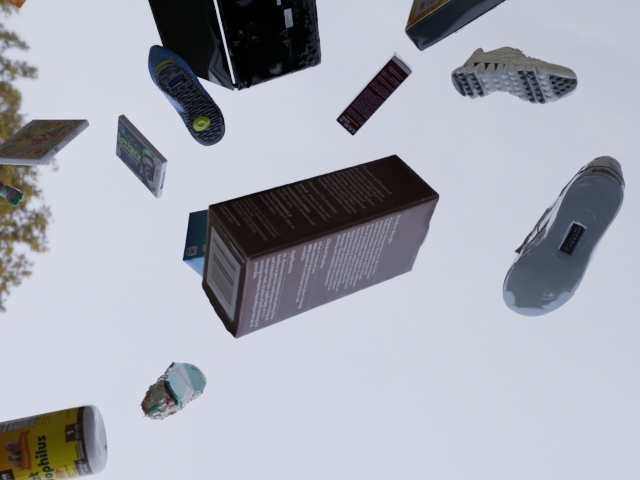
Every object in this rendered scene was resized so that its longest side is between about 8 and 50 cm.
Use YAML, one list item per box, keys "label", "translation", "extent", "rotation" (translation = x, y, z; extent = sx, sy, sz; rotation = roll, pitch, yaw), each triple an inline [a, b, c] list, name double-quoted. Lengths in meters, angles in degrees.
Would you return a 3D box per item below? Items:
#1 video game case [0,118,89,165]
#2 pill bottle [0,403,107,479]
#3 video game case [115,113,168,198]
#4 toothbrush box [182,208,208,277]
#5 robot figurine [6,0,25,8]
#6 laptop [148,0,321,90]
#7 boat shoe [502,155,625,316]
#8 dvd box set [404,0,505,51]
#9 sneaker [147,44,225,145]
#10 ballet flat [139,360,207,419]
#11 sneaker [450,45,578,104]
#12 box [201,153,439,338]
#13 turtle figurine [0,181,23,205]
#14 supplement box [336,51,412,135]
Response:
- label: "video game case"
  translation: [-0.800, -0.282, 1.969]
  extent: [0.227, 0.026, 0.206]
  rotation: [5, -137, 27]
- label: "pill bottle"
  translation: [-0.474, 0.351, 1.160]
  extent: [0.214, 0.117, 0.117]
  rotation: [-11, -138, -8]
- label: "video game case"
  translation: [-0.498, -0.229, 1.924]
  extent: [0.190, 0.173, 0.022]
  rotation: [46, -124, 11]
- label: "toothbrush box"
  translation: [-0.112, 0.017, 1.500]
  extent: [0.295, 0.216, 0.126]
  rotation: [-10, -122, 20]
- label: "robot figurine"
  translation: [-0.454, -0.524, 1.069]
  extent: [0.085, 0.291, 0.211]
  rotation: [30, 177, 44]
- label: "laptop"
  translation: [-0.150, -0.394, 1.205]
  extent: [0.264, 0.234, 0.137]
  rotation: [-20, -125, -9]
- label: "boat shoe"
  translation: [0.474, -0.015, 1.358]
  extent: [0.135, 0.367, 0.156]
  rotation: [27, -140, 13]
- label: "dvd box set"
  translation: [0.330, -0.572, 1.369]
  extent: [0.062, 0.307, 0.420]
  rotation: [44, -139, -25]
- label: "sneaker"
  translation: [-0.228, -0.251, 1.197]
  extent: [0.069, 0.209, 0.082]
  rotation: [-32, -129, 0]
- label: "ballet flat"
  translation: [-0.284, 0.284, 1.321]
  extent: [0.091, 0.077, 0.241]
  rotation: [53, -178, 6]
- label: "sneaker"
  translation: [0.437, -0.380, 1.550]
  extent: [0.292, 0.110, 0.118]
  rotation: [18, -118, 40]
- label: "box"
  translation: [0.000, 0.000, 1.172]
  extent: [0.381, 0.191, 0.143]
  rotation: [-16, -130, -30]
- label: "turtle figurine"
  translation: [-0.806, -0.132, 1.588]
  extent: [0.175, 0.234, 0.118]
  rotation: [-23, -120, 9]
- label: "supplement box"
  translation: [0.151, -0.413, 1.955]
  extent: [0.073, 0.239, 0.130]
  rotation: [41, -161, -8]
